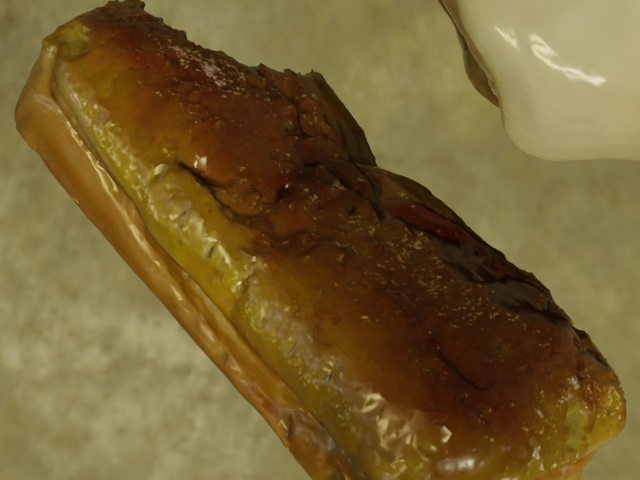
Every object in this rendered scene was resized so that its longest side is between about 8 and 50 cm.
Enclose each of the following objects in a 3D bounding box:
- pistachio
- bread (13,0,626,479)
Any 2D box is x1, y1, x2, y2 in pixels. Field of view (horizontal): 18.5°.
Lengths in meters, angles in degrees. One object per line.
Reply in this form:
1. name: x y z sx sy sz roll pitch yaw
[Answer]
1. pistachio: 0.274 -0.214 1.612 0.445 0.281 0.365 24 122 -40
2. bread: 0.000 0.000 1.090 0.380 0.185 0.109 47 138 23
